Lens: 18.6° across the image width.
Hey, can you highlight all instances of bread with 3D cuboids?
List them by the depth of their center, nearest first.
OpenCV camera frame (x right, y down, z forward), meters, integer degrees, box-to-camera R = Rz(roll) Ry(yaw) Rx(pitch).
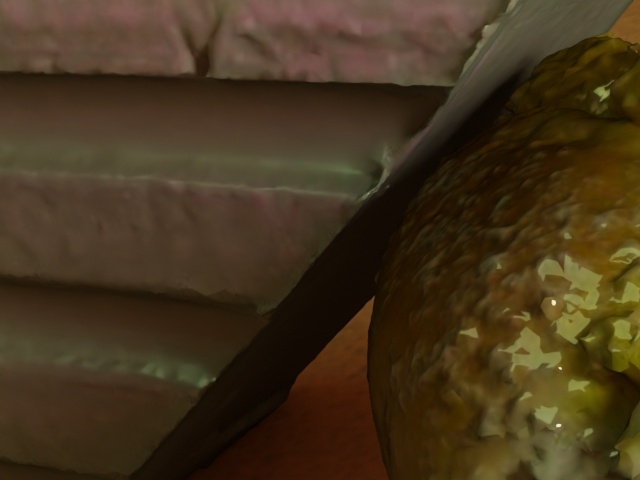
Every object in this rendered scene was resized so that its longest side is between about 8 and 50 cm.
[{"bbox_3d":[0.116,0.036,0.521,0.195,0.176,0.246,-20,25,19],"label":"bread"}]

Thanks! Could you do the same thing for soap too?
[{"bbox_3d":[0.000,0.000,0.682,0.302,0.258,0.159,5,23,34],"label":"soap"}]
